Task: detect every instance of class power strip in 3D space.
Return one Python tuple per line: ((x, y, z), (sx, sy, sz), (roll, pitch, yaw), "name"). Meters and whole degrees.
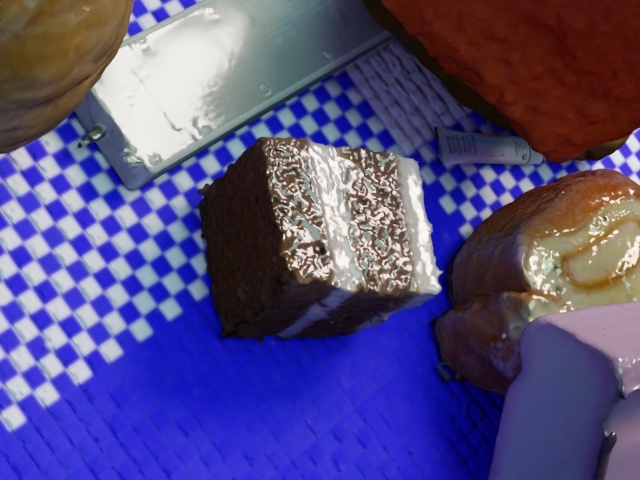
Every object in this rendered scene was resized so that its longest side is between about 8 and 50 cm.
((-0.064, -0.155, 1.234), (0.367, 0.043, 0.106), (-35, 90, -38), "power strip")

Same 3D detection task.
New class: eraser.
((0.304, 0.180, 1.195), (0.359, 0.122, 0.272), (-4, 114, -33), "eraser")

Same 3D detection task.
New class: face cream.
((0.153, -0.084, 1.355), (0.115, 0.020, 0.038), (1, 70, -31), "face cream")

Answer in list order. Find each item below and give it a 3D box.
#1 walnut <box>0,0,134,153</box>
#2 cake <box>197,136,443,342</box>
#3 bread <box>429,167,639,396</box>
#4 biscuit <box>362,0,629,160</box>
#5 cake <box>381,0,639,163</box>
((-0.250, -0.211, 1.009), (0.277, 0.252, 0.313), (27, 47, -20), "walnut")
((0.000, 0.000, 1.146), (0.147, 0.135, 0.134), (-3, 72, -29), "cake")
((0.211, 0.049, 1.271), (0.244, 0.123, 0.190), (-30, 89, -37), "bread")
((0.165, -0.244, 1.378), (0.381, 0.074, 0.358), (-2, 69, -42), "biscuit")
((0.226, -0.270, 1.207), (0.270, 0.269, 0.319), (37, 47, -27), "cake")
